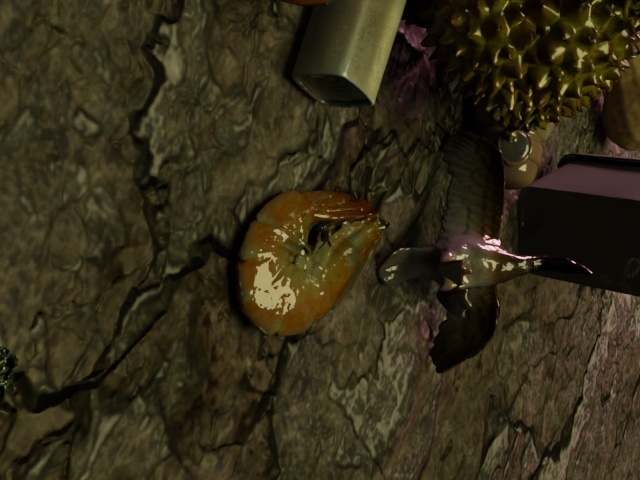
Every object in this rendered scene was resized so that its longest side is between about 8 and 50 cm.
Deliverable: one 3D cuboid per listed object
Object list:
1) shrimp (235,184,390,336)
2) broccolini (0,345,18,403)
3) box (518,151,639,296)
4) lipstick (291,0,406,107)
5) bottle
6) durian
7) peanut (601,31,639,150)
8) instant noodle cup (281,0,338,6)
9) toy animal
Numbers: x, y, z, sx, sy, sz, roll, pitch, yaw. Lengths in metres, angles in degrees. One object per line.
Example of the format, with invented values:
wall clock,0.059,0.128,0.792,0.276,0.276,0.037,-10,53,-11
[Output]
shrimp,0.001,0.000,0.757,0.217,0.051,0.115,-39,124,-41
broccolini,-0.207,0.131,0.518,0.035,0.030,0.140,-83,-178,-86
box,0.380,-0.019,1.127,0.135,0.243,0.163,-21,113,-37
lipstick,0.047,-0.243,0.751,0.079,0.077,0.253,31,70,-50
bottle,0.231,-0.165,0.994,0.110,0.097,0.209,81,21,-81
durian,0.206,-0.255,0.827,0.258,0.258,0.293,42,34,-49
peanut,0.491,-0.261,1.322,0.123,0.123,0.256,-44,131,-41
instant noodle cup,-0.013,-0.248,0.607,0.177,0.208,0.125,64,10,24
toy animal,0.169,0.037,0.886,0.160,0.197,0.272,-16,113,-49
